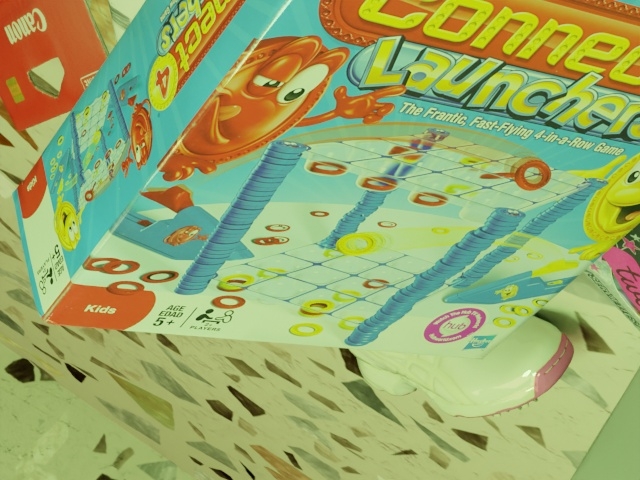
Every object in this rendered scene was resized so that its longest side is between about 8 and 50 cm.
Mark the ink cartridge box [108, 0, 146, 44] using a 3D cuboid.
[{"bbox_3d":[-0.053,-0.178,1.129,0.207,0.117,0.283,31,158,14],"label":"ink cartridge box"}]

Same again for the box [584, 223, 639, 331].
[{"bbox_3d":[0.288,0.008,0.932,0.247,0.163,0.142,44,159,-19],"label":"box"}]

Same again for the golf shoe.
[{"bbox_3d":[0.110,0.089,1.444,0.306,0.115,0.140,1,136,54],"label":"golf shoe"}]

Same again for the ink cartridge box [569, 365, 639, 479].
[{"bbox_3d":[0.442,0.274,1.246,0.384,0.160,0.279,43,157,-16],"label":"ink cartridge box"}]

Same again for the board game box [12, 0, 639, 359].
[{"bbox_3d":[0.047,-0.059,0.766,0.308,0.086,0.302,7,142,-34],"label":"board game box"}]

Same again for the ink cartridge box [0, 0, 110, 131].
[{"bbox_3d":[-0.305,-0.227,1.346,0.296,0.066,0.261,-8,105,61],"label":"ink cartridge box"}]
